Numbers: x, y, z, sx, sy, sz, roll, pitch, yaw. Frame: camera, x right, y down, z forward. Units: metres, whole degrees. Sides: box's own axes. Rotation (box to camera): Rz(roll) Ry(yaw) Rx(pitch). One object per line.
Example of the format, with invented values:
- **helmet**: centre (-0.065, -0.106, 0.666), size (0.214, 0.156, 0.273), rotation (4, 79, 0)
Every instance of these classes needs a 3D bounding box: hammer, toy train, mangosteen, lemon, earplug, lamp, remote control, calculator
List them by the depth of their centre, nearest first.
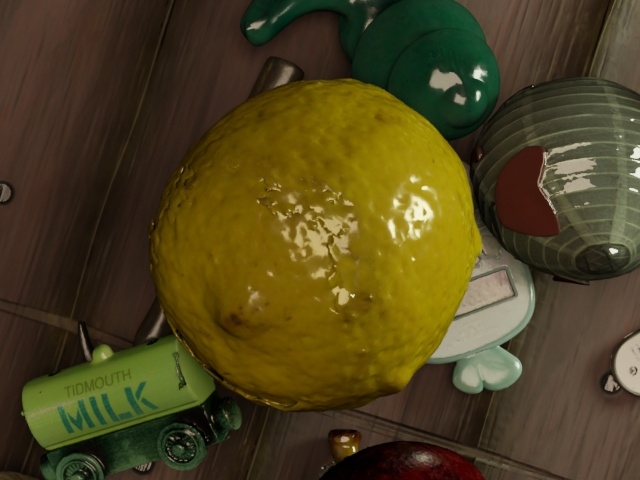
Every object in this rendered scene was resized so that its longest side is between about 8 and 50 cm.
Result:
- **lemon**: centre (0.000, 0.000, 1.740), size (0.350, 0.387, 0.350), rotation (13, 123, 21)
- **toy train**: centre (-0.215, 0.188, 1.817), size (0.253, 0.105, 0.157), rotation (-18, 101, 23)
- **mangosteen**: centre (0.070, 0.311, 1.830), size (0.235, 0.235, 0.261), rotation (-34, 46, -5)
- **lamp**: centre (0.289, -0.064, 1.830), size (0.265, 0.233, 0.233), rotation (38, 84, -41)
- **earplug**: centre (0.080, -0.220, 1.864), size (0.257, 0.280, 0.164), rotation (22, 105, -42)
- **hammer**: centre (-0.132, -0.009, 1.903), size (0.168, 0.044, 0.440), rotation (27, 85, -3)
- **calculator**: centre (0.149, 0.039, 1.919), size (0.184, 0.042, 0.295), rotation (-20, 86, -5)
- **remote control**: centre (0.453, 0.102, 1.944), size (0.245, 0.022, 0.077), rotation (-31, 87, -4)

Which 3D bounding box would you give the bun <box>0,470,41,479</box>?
- **bun**: centre (-0.363, 0.335, 1.830), size (0.173, 0.113, 0.166), rotation (-35, 92, -1)
